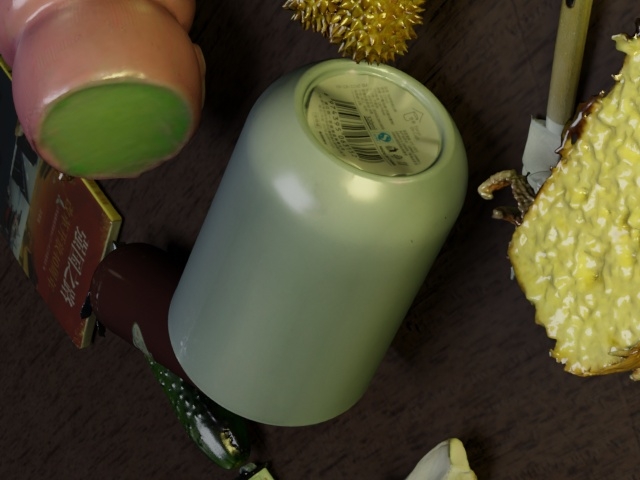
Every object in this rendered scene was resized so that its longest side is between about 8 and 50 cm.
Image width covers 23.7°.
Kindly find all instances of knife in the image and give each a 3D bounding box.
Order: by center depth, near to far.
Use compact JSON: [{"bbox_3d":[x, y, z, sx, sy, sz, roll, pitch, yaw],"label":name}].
[{"bbox_3d":[0.179,-0.083,1.213,0.047,0.017,0.298,40,141,38],"label":"knife"}]

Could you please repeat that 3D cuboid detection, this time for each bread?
[{"bbox_3d":[0.252,-0.025,1.027,0.160,0.147,0.260,57,140,36],"label":"bread"}]

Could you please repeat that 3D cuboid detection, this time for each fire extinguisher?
[{"bbox_3d":[-0.171,0.088,1.721,0.337,0.114,0.135,28,104,48],"label":"fire extinguisher"}]

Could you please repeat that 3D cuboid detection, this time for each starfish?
[{"bbox_3d":[0.196,0.028,1.166,0.053,0.150,0.210,-49,40,20],"label":"starfish"}]

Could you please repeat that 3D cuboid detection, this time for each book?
[{"bbox_3d":[-0.385,-0.070,2.043,0.374,0.028,0.262,52,141,27],"label":"book"}]

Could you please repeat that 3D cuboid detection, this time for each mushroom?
[{"bbox_3d":[0.093,0.248,1.470,0.209,0.071,0.084,132,146,-51],"label":"mushroom"}]

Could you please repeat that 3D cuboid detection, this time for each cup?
[{"bbox_3d":[0.000,0.000,1.349,0.205,0.205,0.312,54,142,24],"label":"cup"}]

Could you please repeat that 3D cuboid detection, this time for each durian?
[{"bbox_3d":[0.027,-0.236,1.251,0.158,0.137,0.168,31,130,32],"label":"durian"}]

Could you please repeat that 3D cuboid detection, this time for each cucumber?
[{"bbox_3d":[-0.149,0.172,1.786,0.227,0.069,0.069,53,144,28],"label":"cucumber"}]

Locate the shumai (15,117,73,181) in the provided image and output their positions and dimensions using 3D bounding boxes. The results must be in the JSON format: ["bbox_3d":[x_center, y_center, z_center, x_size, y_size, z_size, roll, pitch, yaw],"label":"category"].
[{"bbox_3d":[-0.287,-0.135,1.804,0.116,0.145,0.145,55,151,-17],"label":"shumai"}]

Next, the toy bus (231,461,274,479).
[{"bbox_3d":[-0.109,0.334,1.795,0.089,0.087,0.194,54,144,8],"label":"toy bus"}]

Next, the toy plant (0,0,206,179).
[{"bbox_3d":[-0.248,-0.234,1.598,0.356,0.210,0.317,68,151,27],"label":"toy plant"}]
